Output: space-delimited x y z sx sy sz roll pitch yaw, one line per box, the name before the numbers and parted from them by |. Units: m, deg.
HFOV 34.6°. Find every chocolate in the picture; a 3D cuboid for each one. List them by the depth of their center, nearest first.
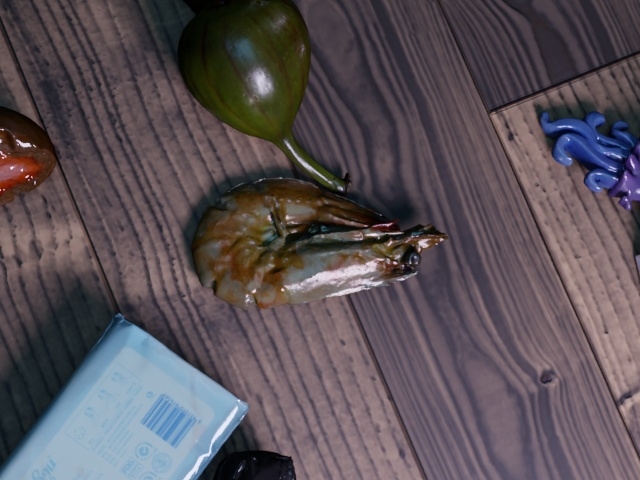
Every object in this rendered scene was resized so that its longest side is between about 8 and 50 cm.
chocolate | -0.356 -0.086 1.109 0.133 0.124 0.127 -4 79 -40

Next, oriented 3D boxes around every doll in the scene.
doll | 0.353 -0.098 1.233 0.206 0.067 0.110 27 71 7

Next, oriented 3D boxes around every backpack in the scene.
backpack | -0.062 0.309 1.098 0.106 0.120 0.165 6 81 -29

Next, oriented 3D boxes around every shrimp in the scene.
shrimp | 0.000 0.000 1.173 0.294 0.062 0.154 -2 77 -7

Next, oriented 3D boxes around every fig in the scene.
fig | -0.062 -0.156 1.174 0.151 0.151 0.259 -29 114 -10

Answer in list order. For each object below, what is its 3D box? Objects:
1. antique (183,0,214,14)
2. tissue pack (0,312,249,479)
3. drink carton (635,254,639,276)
antique | -0.083 -0.365 1.199 0.221 0.080 0.081 -43 88 -10
tissue pack | -0.222 0.233 1.098 0.177 0.089 0.263 36 82 -1
drink carton | 0.465 0.037 1.147 0.134 0.222 0.102 -11 83 -9
